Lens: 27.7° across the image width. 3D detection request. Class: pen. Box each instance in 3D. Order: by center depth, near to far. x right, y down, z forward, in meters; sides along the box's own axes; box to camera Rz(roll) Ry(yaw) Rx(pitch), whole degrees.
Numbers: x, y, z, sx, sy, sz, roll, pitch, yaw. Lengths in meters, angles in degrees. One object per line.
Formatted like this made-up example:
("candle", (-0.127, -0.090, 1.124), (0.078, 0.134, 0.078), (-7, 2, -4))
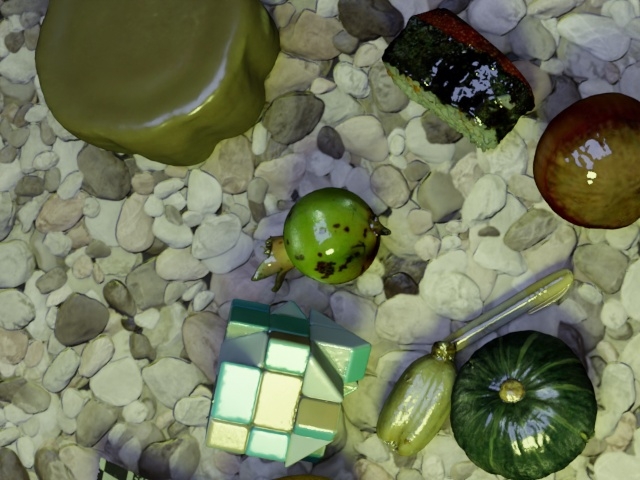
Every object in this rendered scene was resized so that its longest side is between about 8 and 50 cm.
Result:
("pen", (0.269, 0.111, 1.897), (0.233, 0.032, 0.040), (-33, 96, 12))

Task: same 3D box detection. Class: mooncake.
("mooncake", (-0.250, -0.303, 2.060), (0.378, 0.201, 0.378), (-4, 75, 17))

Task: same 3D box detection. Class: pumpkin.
("pumpkin", (0.283, 0.230, 1.807), (0.212, 0.152, 0.211), (-6, 71, 19))

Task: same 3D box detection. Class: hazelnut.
("hazelnut", (0.389, -0.122, 1.824), (0.208, 0.208, 0.208), (-3, 80, 18))

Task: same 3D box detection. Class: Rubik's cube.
("Rubik's cube", (-0.049, 0.211, 1.893), (0.213, 0.265, 0.224), (11, 103, -5))

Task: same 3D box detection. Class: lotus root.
("lotus root", (0.150, 0.227, 1.889), (0.090, 0.077, 0.183), (28, 94, 13))

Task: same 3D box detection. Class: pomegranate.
("pomegranate", (-0.002, 0.013, 1.946), (0.220, 0.156, 0.156), (-45, 69, 28))

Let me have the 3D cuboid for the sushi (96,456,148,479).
("sushi", (-0.251, 0.446, 2.001), (0.215, 0.050, 0.192), (20, 112, 25))

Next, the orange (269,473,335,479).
("orange", (-0.036, 0.439, 1.841), (0.236, 0.236, 0.236), (-3, 80, 18))

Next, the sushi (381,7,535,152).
("sushi", (0.202, -0.239, 1.923), (0.126, 0.136, 0.225), (-44, 66, -2))
